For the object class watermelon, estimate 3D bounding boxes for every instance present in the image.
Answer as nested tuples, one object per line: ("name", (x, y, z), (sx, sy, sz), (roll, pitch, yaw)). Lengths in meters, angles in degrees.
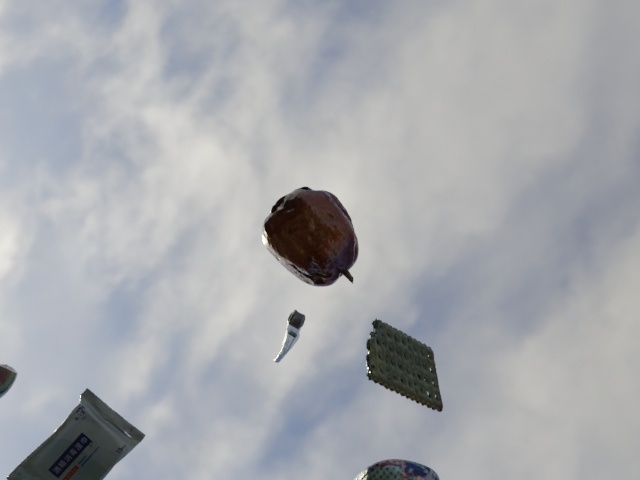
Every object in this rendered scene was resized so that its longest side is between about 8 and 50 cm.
("watermelon", (-0.545, 0.233, 1.761), (0.072, 0.092, 0.084), (43, -18, 3))

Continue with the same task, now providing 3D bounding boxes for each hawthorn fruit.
("hawthorn fruit", (-0.010, -0.010, 1.908), (0.179, 0.173, 0.173), (25, -62, 54))

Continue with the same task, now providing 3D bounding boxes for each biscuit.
("biscuit", (0.142, 0.211, 1.869), (0.016, 0.203, 0.144), (-32, -134, 31))

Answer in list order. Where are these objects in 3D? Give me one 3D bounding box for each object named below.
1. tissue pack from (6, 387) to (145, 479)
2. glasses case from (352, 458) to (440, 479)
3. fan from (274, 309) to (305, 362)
("tissue pack", (-0.387, 0.343, 1.705), (0.122, 0.193, 0.026), (42, -3, -10))
("glasses case", (0.077, 0.447, 1.704), (0.076, 0.125, 0.327), (-90, -157, -45))
("fan", (-0.039, 0.130, 1.521), (0.023, 0.057, 0.282), (40, -16, 5))
